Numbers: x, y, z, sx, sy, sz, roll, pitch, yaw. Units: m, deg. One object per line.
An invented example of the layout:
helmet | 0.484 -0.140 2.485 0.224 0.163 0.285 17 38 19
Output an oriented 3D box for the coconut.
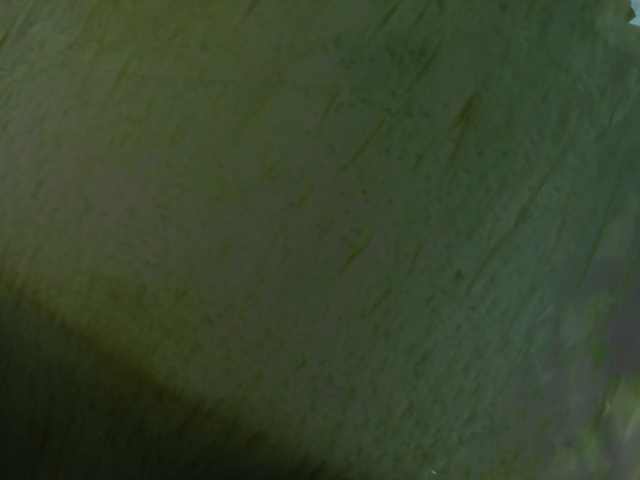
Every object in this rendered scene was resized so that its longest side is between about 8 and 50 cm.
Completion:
coconut | 0.000 0.000 0.622 0.281 0.328 0.328 21 -34 53
